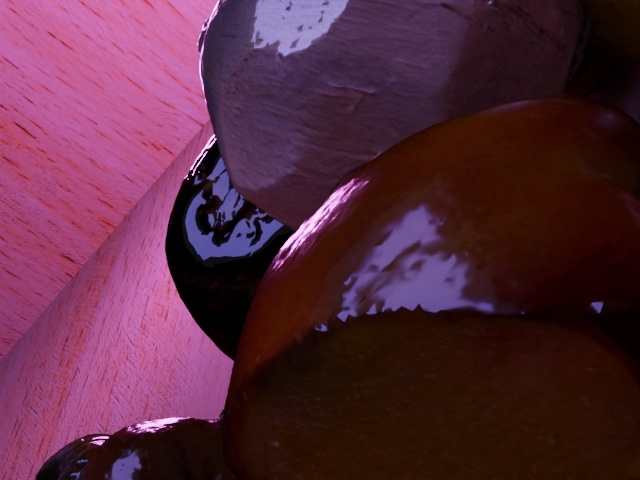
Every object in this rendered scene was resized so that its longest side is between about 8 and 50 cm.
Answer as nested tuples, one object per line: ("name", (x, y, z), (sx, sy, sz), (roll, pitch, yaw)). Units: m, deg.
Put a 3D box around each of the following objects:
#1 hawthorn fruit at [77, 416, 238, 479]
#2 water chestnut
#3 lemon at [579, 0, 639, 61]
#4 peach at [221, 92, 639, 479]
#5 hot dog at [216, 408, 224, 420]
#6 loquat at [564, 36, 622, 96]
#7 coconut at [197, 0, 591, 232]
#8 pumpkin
("hawthorn fruit", (-0.141, 0.298, 1.696), (0.258, 0.258, 0.262), (-53, -6, -1))
("water chestnut", (0.000, 0.000, 1.895), (0.350, 0.302, 0.350), (-15, 55, 22))
("lemon", (0.330, -0.296, 1.599), (0.320, 0.245, 0.245), (-34, 23, 44))
("peach", (0.132, 0.076, 1.148), (0.406, 0.335, 0.310), (-45, 9, 46))
("hot dog", (-0.068, 0.179, 2.102), (0.188, 0.055, 0.072), (-57, 13, -12))
("loquat", (0.234, -0.244, 1.834), (0.244, 0.244, 0.244), (-48, 15, 17))
("coconut", (0.055, -0.164, 1.595), (0.346, 0.360, 0.346), (17, -90, -82))
("pumpkin", (-0.316, 0.362, 2.241), (0.223, 0.157, 0.223), (-51, 23, 32))
